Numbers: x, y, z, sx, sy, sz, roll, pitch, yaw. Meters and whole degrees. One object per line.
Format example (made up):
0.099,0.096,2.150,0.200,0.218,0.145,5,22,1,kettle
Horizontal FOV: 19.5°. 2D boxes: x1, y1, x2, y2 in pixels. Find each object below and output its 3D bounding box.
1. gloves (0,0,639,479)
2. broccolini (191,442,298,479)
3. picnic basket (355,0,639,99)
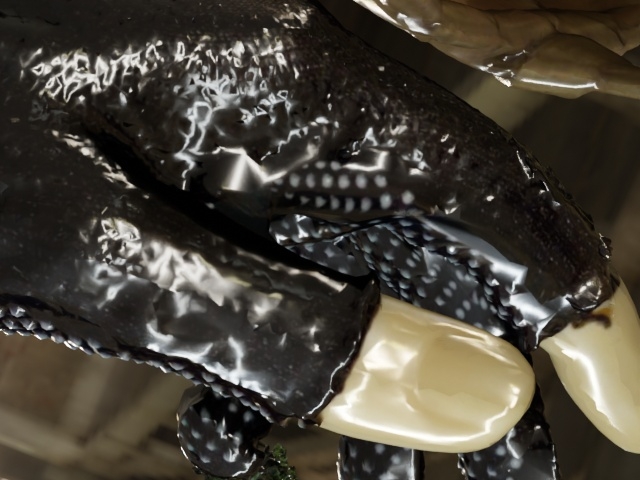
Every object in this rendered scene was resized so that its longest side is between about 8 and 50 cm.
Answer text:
0.000,-0.002,0.412,0.129,0.180,0.106,138,-32,-69,gloves
-0.123,0.178,0.934,0.271,0.062,0.123,-31,167,8,broccolini
0.150,-0.198,0.819,0.337,0.337,0.293,-97,-159,-72,picnic basket
